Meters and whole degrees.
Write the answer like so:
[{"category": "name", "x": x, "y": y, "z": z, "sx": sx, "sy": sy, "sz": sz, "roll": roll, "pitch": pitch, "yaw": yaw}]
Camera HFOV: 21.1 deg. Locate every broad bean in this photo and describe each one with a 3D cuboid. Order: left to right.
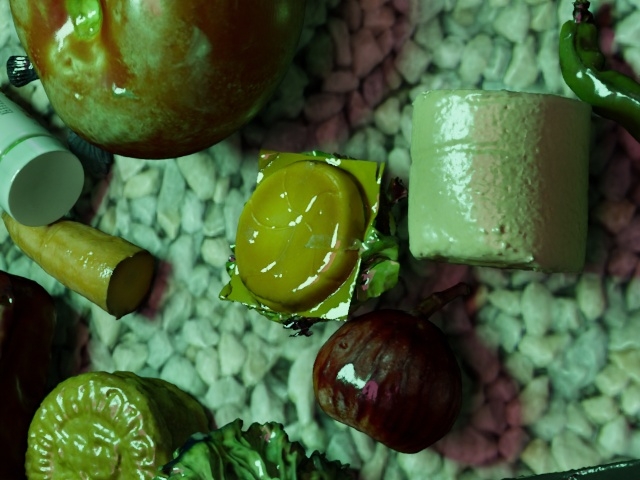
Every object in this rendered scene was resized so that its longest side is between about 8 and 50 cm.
[{"category": "broad bean", "x": 0.248, "y": -0.110, "z": 1.352, "sx": 0.195, "sy": 0.046, "sz": 0.061, "roll": 50, "pitch": 116, "yaw": 26}]

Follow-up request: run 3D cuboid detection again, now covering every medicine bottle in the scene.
[{"category": "medicine bottle", "x": -0.313, "y": -0.094, "z": 1.681, "sx": 0.183, "sy": 0.086, "sz": 0.086, "roll": 39, "pitch": 109, "yaw": 38}]

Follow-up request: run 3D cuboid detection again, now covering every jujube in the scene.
[{"category": "jujube", "x": -0.359, "y": 0.184, "z": 1.654, "sx": 0.216, "sy": 0.216, "sz": 0.342, "roll": 9, "pitch": 83, "yaw": 33}]

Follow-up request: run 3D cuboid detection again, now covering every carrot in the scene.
[{"category": "carrot", "x": -0.245, "y": 0.006, "z": 1.668, "sx": 0.205, "sy": 0.072, "sz": 0.072, "roll": 27, "pitch": 103, "yaw": 38}]

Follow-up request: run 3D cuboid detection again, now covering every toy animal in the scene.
[{"category": "toy animal", "x": -0.246, "y": -0.171, "z": 1.668, "sx": 0.108, "sy": 0.062, "sz": 0.220, "roll": 2, "pitch": 102, "yaw": 32}]

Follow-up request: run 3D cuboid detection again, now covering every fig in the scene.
[{"category": "fig", "x": 0.070, "y": 0.112, "z": 1.421, "sx": 0.150, "sy": 0.128, "sz": 0.128, "roll": -29, "pitch": 72, "yaw": 14}]

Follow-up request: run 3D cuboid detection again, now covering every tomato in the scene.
[{"category": "tomato", "x": -0.131, "y": -0.209, "z": 1.503, "sx": 0.270, "sy": 0.223, "sz": 0.270, "roll": 19, "pitch": 117, "yaw": 43}]

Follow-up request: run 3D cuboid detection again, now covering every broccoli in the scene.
[{"category": "broccoli", "x": -0.054, "y": 0.304, "z": 1.445, "sx": 0.273, "sy": 0.242, "sz": 0.180, "roll": 60, "pitch": 140, "yaw": 27}]

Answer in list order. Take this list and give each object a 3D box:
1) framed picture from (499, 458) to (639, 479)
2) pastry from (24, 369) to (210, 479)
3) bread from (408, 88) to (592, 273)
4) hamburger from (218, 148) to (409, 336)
[{"category": "framed picture", "x": 0.204, "y": 0.287, "z": 1.256, "sx": 0.244, "sy": 0.013, "sz": 0.323, "roll": -14, "pitch": 38, "yaw": 33}, {"category": "pastry", "x": -0.183, "y": 0.213, "z": 1.590, "sx": 0.189, "sy": 0.103, "sz": 0.188, "roll": -1, "pitch": 89, "yaw": 34}, {"category": "bread", "x": 0.140, "y": -0.046, "z": 1.363, "sx": 0.148, "sy": 0.134, "sz": 0.141, "roll": 2, "pitch": 90, "yaw": 60}, {"category": "hamburger", "x": 0.002, "y": 0.003, "z": 1.469, "sx": 0.190, "sy": 0.093, "sz": 0.164, "roll": 23, "pitch": 90, "yaw": 44}]
